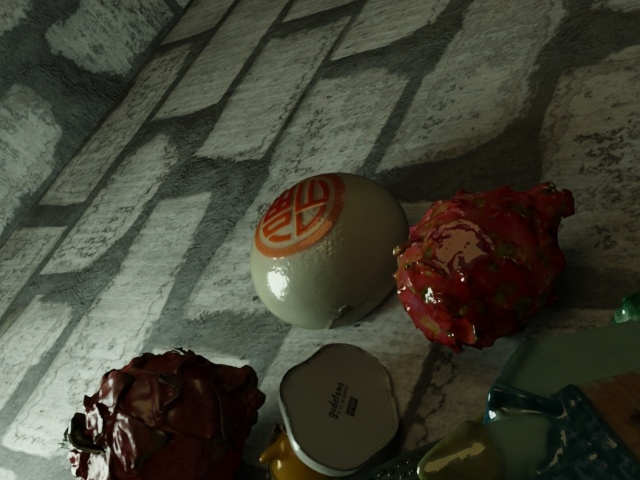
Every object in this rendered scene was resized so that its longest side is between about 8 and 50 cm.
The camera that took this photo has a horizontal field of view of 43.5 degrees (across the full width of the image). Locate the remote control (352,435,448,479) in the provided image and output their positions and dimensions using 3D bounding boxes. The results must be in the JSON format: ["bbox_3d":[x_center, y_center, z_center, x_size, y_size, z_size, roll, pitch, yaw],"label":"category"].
[{"bbox_3d":[0.097,0.309,1.000,0.222,0.042,0.072,-31,33,15],"label":"remote control"}]

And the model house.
[{"bbox_3d":[0.232,0.204,0.718,0.324,0.194,0.267,-6,33,-15],"label":"model house"}]

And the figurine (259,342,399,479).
[{"bbox_3d":[0.008,0.266,1.108,0.250,0.166,0.141,-45,-20,-58],"label":"figurine"}]

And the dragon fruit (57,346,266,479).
[{"bbox_3d":[-0.218,0.279,1.170,0.298,0.244,0.244,-28,33,-10],"label":"dragon fruit"}]

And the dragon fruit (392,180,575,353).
[{"bbox_3d":[0.222,0.023,1.072,0.268,0.210,0.205,-43,74,0],"label":"dragon fruit"}]

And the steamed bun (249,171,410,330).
[{"bbox_3d":[0.000,0.000,1.323,0.283,0.177,0.283,-26,37,21],"label":"steamed bun"}]
